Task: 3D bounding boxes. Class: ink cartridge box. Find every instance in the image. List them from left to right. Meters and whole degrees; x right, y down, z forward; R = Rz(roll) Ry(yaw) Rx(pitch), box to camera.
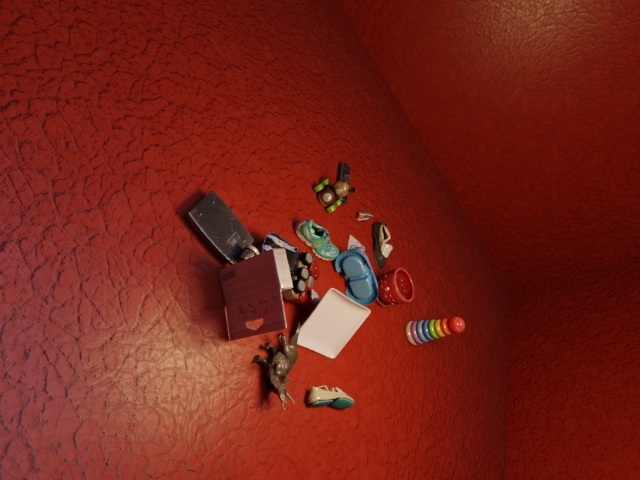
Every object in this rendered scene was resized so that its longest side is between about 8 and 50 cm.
[{"bbox_3d":[-0.219,0.190,1.380,0.066,0.297,0.260,2,72,-50],"label":"ink cartridge box"}]

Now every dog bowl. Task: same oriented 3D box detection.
[{"bbox_3d":[0.187,0.173,1.985,0.297,0.166,0.074,68,25,-13],"label":"dog bowl"}]

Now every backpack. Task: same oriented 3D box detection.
[{"bbox_3d":[-0.187,0.060,1.628,0.173,0.117,0.158,41,46,-32],"label":"backpack"}]

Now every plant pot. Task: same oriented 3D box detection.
[{"bbox_3d":[0.385,0.257,2.179,0.191,0.174,0.190,25,56,-42],"label":"plant pot"}]

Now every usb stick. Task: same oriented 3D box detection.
[{"bbox_3d":[0.127,-0.320,2.253,0.077,0.045,0.277,30,51,-30],"label":"usb stick"}]

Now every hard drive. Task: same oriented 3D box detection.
[{"bbox_3d":[-0.374,-0.042,1.502,0.254,0.054,0.172,53,40,-21],"label":"hard drive"}]

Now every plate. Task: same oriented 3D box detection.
[{"bbox_3d":[0.043,0.350,1.709,0.277,0.278,0.045,34,4,-38],"label":"plate"}]

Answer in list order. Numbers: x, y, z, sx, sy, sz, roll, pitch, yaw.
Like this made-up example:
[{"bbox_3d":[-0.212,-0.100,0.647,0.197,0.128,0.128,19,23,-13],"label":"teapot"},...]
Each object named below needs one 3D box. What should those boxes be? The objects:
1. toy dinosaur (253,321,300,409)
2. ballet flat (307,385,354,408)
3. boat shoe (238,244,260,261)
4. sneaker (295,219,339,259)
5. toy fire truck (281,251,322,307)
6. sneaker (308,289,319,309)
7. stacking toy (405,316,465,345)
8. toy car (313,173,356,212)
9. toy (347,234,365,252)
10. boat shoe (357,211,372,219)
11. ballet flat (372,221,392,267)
[{"bbox_3d":[-0.148,0.451,1.516,0.160,0.121,0.313,60,32,-31],"label":"toy dinosaur"},{"bbox_3d":[0.044,0.642,1.665,0.249,0.086,0.086,25,55,-41],"label":"ballet flat"},{"bbox_3d":[-0.246,0.121,1.541,0.068,0.081,0.227,-55,134,-37],"label":"boat shoe"},{"bbox_3d":[0.000,0.000,1.890,0.275,0.110,0.106,40,45,-33],"label":"sneaker"},{"bbox_3d":[-0.041,0.192,1.728,0.246,0.159,0.216,49,40,-37],"label":"toy fire truck"},{"bbox_3d":[-0.027,0.266,1.786,0.069,0.038,0.098,30,52,-38],"label":"sneaker"},{"bbox_3d":[0.649,0.497,2.254,0.141,0.331,0.141,25,55,-42],"label":"stacking toy"},{"bbox_3d":[0.090,-0.255,2.057,0.155,0.189,0.149,59,38,-12],"label":"toy car"},{"bbox_3d":[0.202,0.088,2.136,0.137,0.056,0.237,41,45,-32],"label":"toy"},{"bbox_3d":[0.255,-0.137,2.323,0.137,0.049,0.043,-4,118,-54],"label":"boat shoe"},{"bbox_3d":[0.359,0.016,2.328,0.095,0.096,0.280,18,60,-46],"label":"ballet flat"}]
